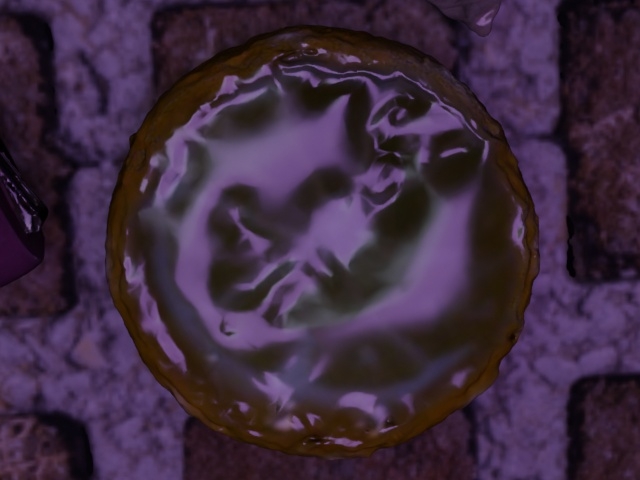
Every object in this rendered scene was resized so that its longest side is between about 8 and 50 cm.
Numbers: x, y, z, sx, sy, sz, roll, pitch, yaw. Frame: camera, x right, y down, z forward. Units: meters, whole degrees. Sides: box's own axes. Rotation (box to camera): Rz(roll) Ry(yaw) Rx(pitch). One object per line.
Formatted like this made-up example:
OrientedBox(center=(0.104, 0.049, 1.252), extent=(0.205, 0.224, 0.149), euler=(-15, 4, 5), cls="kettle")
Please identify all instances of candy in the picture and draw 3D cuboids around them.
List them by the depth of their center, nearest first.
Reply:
OrientedBox(center=(0.000, 0.000, 0.909), extent=(0.259, 0.118, 0.260), euler=(0, 96, -1), cls="candy")

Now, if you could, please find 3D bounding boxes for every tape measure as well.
OrientedBox(center=(-0.207, -0.031, 0.880), extent=(0.074, 0.118, 0.125), euler=(-26, 105, 2), cls="tape measure")

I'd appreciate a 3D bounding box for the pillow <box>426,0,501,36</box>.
OrientedBox(center=(0.128, -0.246, 0.895), extent=(0.270, 0.067, 0.173), euler=(-37, 96, 2), cls="pillow")
